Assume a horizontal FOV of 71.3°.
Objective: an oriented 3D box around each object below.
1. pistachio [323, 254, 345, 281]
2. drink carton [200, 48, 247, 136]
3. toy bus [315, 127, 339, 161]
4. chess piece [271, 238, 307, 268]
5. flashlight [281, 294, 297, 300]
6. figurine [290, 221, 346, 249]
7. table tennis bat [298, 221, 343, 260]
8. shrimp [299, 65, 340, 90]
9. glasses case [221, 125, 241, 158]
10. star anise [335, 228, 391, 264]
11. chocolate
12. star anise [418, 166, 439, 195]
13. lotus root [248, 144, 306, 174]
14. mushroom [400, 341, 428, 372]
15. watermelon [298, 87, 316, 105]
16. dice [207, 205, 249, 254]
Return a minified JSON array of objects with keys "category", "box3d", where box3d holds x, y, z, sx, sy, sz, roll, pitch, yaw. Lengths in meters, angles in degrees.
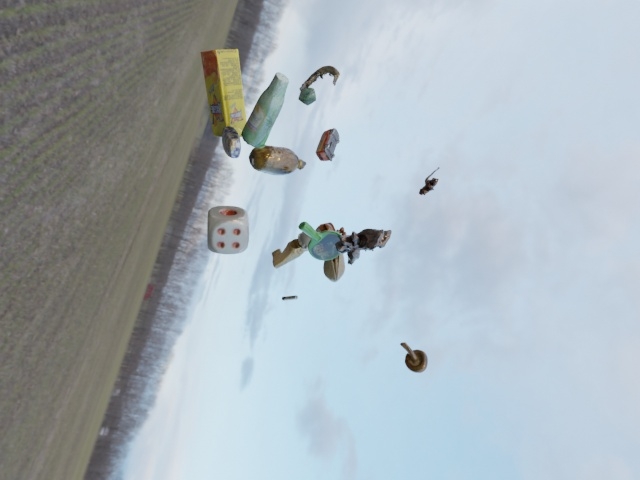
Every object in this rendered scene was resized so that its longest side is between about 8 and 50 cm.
[{"category":"pistachio","box3d":[0.080,0.138,2.561,0.135,0.136,0.225,-101,-168,-56]},{"category":"drink carton","box3d":[-0.404,-0.617,1.890,0.155,0.111,0.350,22,-57,49]},{"category":"toy bus","box3d":[0.034,-0.454,2.116,0.077,0.079,0.174,-5,-128,30]},{"category":"chess piece","box3d":[-0.168,0.062,2.743,0.301,0.137,0.137,-31,-154,3]},{"category":"flashlight","box3d":[-0.147,0.275,2.133,0.083,0.018,0.018,-10,-127,32]},{"category":"figurine","box3d":[-0.009,-0.007,2.145,0.143,0.272,0.143,157,-90,-87]},{"category":"table tennis bat","box3d":[0.000,0.000,1.888,0.160,0.257,0.039,-37,-142,16]},{"category":"shrimp","box3d":[0.004,-0.741,2.078,0.195,0.035,0.148,-41,-121,-6]},{"category":"glasses case","box3d":[-0.349,-0.385,1.745,0.248,0.065,0.086,-125,-141,-57]},{"category":"star anise","box3d":[0.169,0.017,1.800,0.258,0.199,0.110,-25,-114,31]},{"category":"chocolate","box3d":[-0.200,-0.486,1.665,0.291,0.110,0.110,-54,-155,38]},{"category":"star anise","box3d":[0.603,-0.321,2.430,0.190,0.070,0.097,-50,-178,-19]},{"category":"lotus root","box3d":[-0.186,-0.347,1.955,0.145,0.261,0.128,-143,-122,-60]},{"category":"mushroom","box3d":[0.347,0.434,1.678,0.088,0.129,0.073,-37,167,-2]},{"category":"watermelon","box3d":[-0.065,-0.746,2.281,0.092,0.085,0.072,-47,-142,29]},{"category":"dice","box3d":[-0.446,-0.052,2.148,0.194,0.194,0.191,-123,-145,-61]}]
